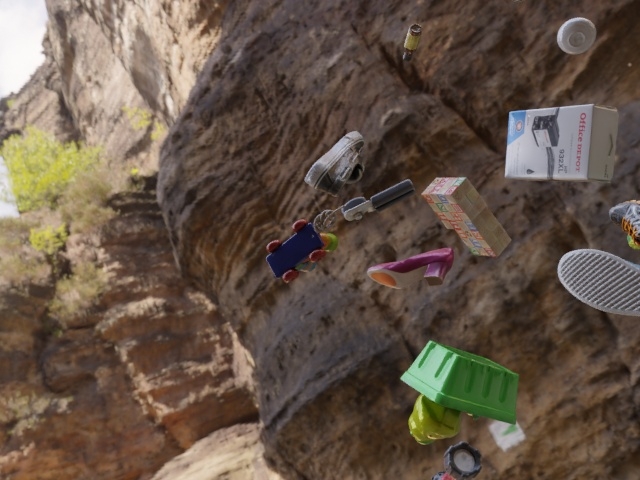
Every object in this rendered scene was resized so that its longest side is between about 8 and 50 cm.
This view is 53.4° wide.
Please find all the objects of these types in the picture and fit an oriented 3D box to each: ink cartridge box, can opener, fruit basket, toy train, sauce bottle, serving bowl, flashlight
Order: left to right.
[{"bbox_3d":[0.000,0.000,1.533,0.248,0.105,0.143,-38,-19,23],"label":"toy train"},{"bbox_3d":[0.207,-0.151,2.328,0.280,0.093,0.074,-23,-28,8],"label":"can opener"},{"bbox_3d":[0.271,-0.586,1.897,0.042,0.042,0.128,-19,-24,-16],"label":"sauce bottle"},{"bbox_3d":[0.378,0.676,1.839,0.103,0.103,0.304,-20,-30,-20],"label":"flashlight"},{"bbox_3d":[0.446,0.556,2.161,0.392,0.392,0.283,-5,12,-25],"label":"fruit basket"},{"bbox_3d":[0.742,-0.297,1.985,0.129,0.223,0.307,1,5,-34],"label":"ink cartridge box"},{"bbox_3d":[0.583,-0.461,1.449,0.083,0.083,0.027,-48,11,36],"label":"serving bowl"}]

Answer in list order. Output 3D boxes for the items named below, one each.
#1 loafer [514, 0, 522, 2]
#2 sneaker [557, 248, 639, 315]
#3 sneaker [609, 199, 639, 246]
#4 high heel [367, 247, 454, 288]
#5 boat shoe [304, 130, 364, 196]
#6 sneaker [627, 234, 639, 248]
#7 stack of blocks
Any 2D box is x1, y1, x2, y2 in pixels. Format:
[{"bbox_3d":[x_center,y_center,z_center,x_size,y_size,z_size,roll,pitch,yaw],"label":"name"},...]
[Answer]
[{"bbox_3d":[0.484,-0.574,1.425,0.125,0.045,0.039,-20,-7,35],"label":"loafer"},{"bbox_3d":[0.734,0.118,1.458,0.150,0.366,0.135,12,-82,-46],"label":"sneaker"},{"bbox_3d":[0.748,-0.026,1.472,0.083,0.215,0.084,-30,-59,-11],"label":"sneaker"},{"bbox_3d":[0.250,0.066,1.775,0.244,0.117,0.082,-5,-48,40],"label":"high heel"},{"bbox_3d":[0.065,-0.209,1.840,0.121,0.119,0.335,-51,-1,39],"label":"boat shoe"},{"bbox_3d":[0.907,-0.084,1.669,0.295,0.123,0.109,-38,-21,-7],"label":"sneaker"},{"bbox_3d":[0.505,-0.081,2.205,0.087,0.297,0.171,-47,21,-15],"label":"stack of blocks"}]
